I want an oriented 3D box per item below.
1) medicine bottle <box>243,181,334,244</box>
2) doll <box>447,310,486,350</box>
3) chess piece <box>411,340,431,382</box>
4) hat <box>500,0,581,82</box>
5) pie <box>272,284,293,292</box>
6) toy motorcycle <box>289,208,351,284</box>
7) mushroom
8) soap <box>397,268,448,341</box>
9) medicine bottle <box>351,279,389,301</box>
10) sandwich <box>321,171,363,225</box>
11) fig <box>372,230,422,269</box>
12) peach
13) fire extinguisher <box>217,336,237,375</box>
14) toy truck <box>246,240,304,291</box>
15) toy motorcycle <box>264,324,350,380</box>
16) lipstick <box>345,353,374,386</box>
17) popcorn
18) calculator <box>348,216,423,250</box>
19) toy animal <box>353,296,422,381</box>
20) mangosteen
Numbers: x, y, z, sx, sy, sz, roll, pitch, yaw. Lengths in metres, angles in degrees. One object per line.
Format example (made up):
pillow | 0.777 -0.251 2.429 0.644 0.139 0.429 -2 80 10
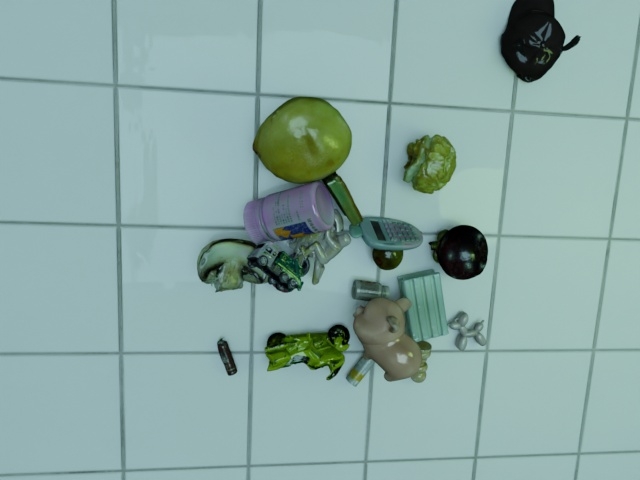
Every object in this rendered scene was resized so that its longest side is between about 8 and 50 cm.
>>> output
medicine bottle | -0.112 -0.092 1.738 0.290 0.178 0.178 -14 102 23
doll | 0.607 0.373 2.024 0.161 0.059 0.160 -9 100 -5
chess piece | 0.404 0.506 2.006 0.094 0.094 0.170 1 104 -8
hat | 0.810 -0.770 1.783 0.238 0.209 0.336 8 97 -6
pie | -0.141 0.126 1.861 0.154 0.036 0.154 11 111 31
toy motorcycle | 0.000 0.000 1.838 0.223 0.108 0.341 22 101 13
mushroom | -0.331 0.083 1.790 0.267 0.164 0.190 -8 95 -26
soap | 0.414 0.263 1.965 0.159 0.087 0.265 -12 100 -5
medicine bottle | 0.199 0.202 1.931 0.140 0.079 0.079 8 98 -8
sandwich | 0.090 -0.147 1.773 0.063 0.245 0.212 -34 102 3
fig | 0.304 0.021 1.911 0.236 0.124 0.124 -36 103 -24
peach | -0.059 -0.351 1.698 0.315 0.281 0.314 -34 124 12
fire extinguisher | -0.372 0.453 1.917 0.064 0.043 0.158 -9 103 37
toy truck | -0.151 0.090 1.744 0.216 0.110 0.116 41 62 -21
toy motorcycle | -0.045 0.450 1.913 0.342 0.142 0.206 -5 62 -6
lipstick | 0.204 0.477 1.989 0.059 0.059 0.264 36 93 -12
popcorn | 0.412 -0.286 1.821 0.183 0.204 0.221 19 82 -10
calculator | 0.247 -0.026 1.851 0.299 0.185 0.041 2 128 -15
toy animal | 0.258 0.371 1.850 0.326 0.237 0.269 39 117 10
mangosteen | 0.541 0.051 1.899 0.216 0.216 0.216 -1 100 -7
